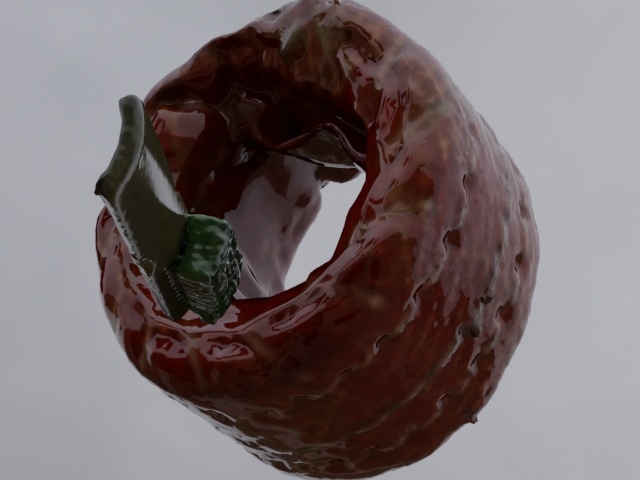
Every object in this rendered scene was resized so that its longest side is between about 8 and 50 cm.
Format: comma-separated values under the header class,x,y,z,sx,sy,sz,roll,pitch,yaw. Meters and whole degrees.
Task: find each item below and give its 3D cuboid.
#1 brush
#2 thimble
class,x,y,z,sx,sy,sz,roll,pitch,yaw
brush,-0.079,-0.004,0.762,0.048,0.054,0.282,12,-15,6
thimble,0.000,0.000,1.098,0.350,0.350,0.230,-9,-30,32
